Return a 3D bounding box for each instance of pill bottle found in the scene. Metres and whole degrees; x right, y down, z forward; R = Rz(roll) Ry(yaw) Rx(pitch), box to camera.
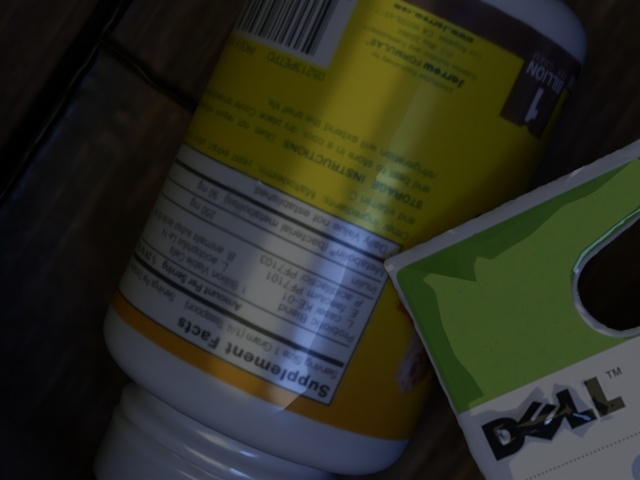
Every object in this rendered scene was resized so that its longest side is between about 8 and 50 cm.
[{"bbox_3d":[0.000,0.000,0.461,0.117,0.117,0.215,26,95,17],"label":"pill bottle"}]

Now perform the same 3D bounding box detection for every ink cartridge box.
[{"bbox_3d":[0.162,0.084,0.409,0.189,0.097,0.255,-26,83,14],"label":"ink cartridge box"}]
